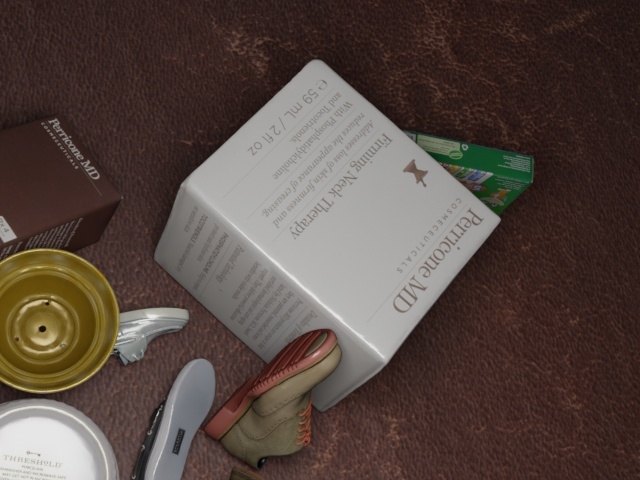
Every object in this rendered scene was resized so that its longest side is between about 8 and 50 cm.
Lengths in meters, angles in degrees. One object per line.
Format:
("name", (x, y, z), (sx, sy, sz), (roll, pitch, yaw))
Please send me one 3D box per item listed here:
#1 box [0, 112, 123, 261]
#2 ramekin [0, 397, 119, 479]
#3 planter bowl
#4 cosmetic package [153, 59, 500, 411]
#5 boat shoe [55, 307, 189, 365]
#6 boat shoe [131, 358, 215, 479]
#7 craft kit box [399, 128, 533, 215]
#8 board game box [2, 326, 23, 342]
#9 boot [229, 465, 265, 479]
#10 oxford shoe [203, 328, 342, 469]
("box", (-0.515, -0.041, 1.677), (0.381, 0.143, 0.191), (-28, 74, -46))
("ramekin", (-0.419, 0.354, 1.593), (0.272, 0.127, 0.273), (6, 69, -17))
("planter bowl", (-0.416, 0.127, 1.653), (0.217, 0.090, 0.217), (5, 74, -16))
("cosmetic package", (0.000, 0.000, 1.768), (0.393, 0.327, 0.329), (41, 62, 2))
("boat shoe", (-0.318, 0.161, 1.751), (0.227, 0.079, 0.081), (-10, 77, -14))
("boat shoe", (-0.235, 0.291, 1.718), (0.080, 0.076, 0.229), (35, 62, -43))
("craft kit box", (0.205, -0.095, 1.916), (0.249, 0.246, 0.061), (10, 68, -12))
("board game box", (-0.596, 0.105, 1.634), (0.281, 0.027, 0.145), (-1, 53, -44))
("boot", (-0.079, 0.437, 1.601), (0.219, 0.082, 0.106), (47, 60, 5))
("oxford shoe", (-0.046, 0.242, 1.650), (0.130, 0.348, 0.123), (46, 50, 0))
